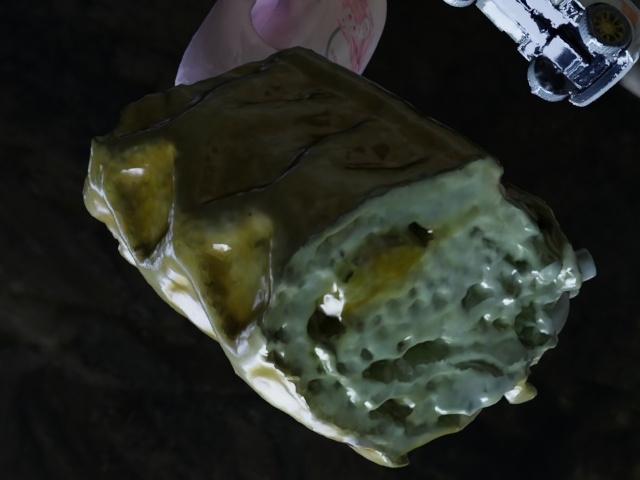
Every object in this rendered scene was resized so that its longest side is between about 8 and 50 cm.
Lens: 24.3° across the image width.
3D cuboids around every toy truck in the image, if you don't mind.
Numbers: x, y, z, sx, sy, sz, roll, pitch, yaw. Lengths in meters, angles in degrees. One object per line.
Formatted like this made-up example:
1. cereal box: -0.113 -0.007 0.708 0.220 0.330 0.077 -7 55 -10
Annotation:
1. toy truck: 0.159 -0.217 1.117 0.227 0.098 0.114 46 -120 0

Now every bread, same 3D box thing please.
1. bread: 0.004 0.003 0.918 0.238 0.196 0.252 -19 -151 -17

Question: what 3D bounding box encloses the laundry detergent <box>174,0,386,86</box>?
1. laundry detergent: -0.048 -0.134 1.213 0.335 0.088 0.159 -57 -49 -43

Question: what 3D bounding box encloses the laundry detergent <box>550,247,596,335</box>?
1. laundry detergent: 0.100 0.064 1.190 0.181 0.253 0.091 155 93 -84
